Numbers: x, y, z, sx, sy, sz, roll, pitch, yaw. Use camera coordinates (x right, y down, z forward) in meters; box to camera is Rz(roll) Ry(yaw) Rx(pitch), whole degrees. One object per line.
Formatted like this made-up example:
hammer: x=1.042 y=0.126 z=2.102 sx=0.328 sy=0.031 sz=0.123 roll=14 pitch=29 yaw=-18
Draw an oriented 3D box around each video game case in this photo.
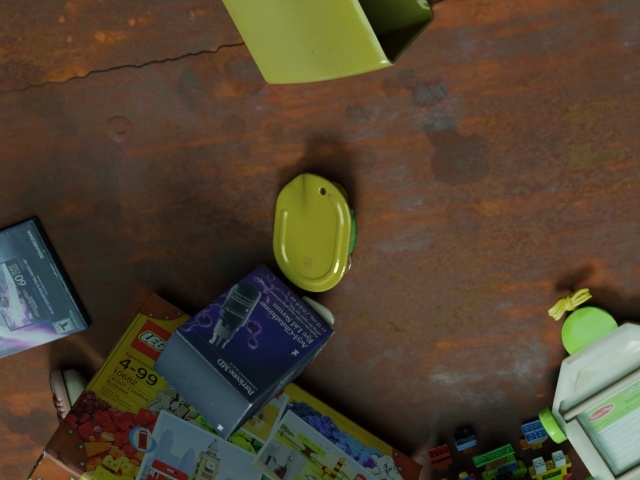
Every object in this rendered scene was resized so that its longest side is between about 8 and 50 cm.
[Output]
video game case: x=-0.525 y=0.093 z=1.879 sx=0.274 sy=0.026 sz=0.196 roll=-19 pitch=107 yaw=15

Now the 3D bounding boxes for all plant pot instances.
plant pot: x=-0.003 y=-0.320 z=1.542 sx=0.187 sy=0.212 sz=0.212 roll=-19 pitch=108 yaw=29

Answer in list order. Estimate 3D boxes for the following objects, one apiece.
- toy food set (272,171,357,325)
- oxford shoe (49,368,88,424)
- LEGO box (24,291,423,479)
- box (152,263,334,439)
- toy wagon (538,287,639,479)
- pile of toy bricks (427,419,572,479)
toy food set: x=0.000 y=0.000 z=1.738 sx=0.128 sy=0.071 sz=0.217 roll=20 pitch=116 yaw=27
oxford shoe: x=-0.309 y=0.365 z=1.917 sx=0.147 sy=0.140 sz=0.396 roll=-29 pitch=101 yaw=-13
LEGO box: x=-0.141 y=0.367 z=1.720 sx=0.500 sy=0.372 sz=0.193 roll=33 pitch=126 yaw=-5
box: x=-0.109 y=0.157 z=1.697 sx=0.153 sy=0.207 sz=0.108 roll=43 pitch=135 yaw=8
toy wagon: x=0.453 y=0.221 z=1.716 sx=0.267 sy=0.068 sz=0.344 roll=-34 pitch=84 yaw=12
pile of toy bricks: x=0.270 y=0.357 z=1.824 sx=0.212 sy=0.118 sz=0.105 roll=-18 pitch=137 yaw=-1
